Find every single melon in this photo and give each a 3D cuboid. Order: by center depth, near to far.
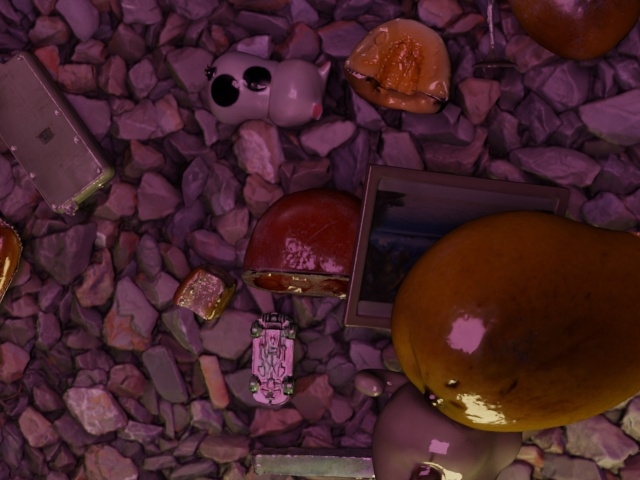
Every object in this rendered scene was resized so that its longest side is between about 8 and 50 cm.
[{"bbox_3d":[0.124,-0.250,1.806,0.160,0.079,0.128,20,83,11],"label":"melon"}]

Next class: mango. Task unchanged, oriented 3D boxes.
[{"bbox_3d":[0.313,0.099,1.693,0.445,0.220,0.301,-13,96,-19],"label":"mango"},{"bbox_3d":[0.331,-0.399,1.700,0.192,0.146,0.316,-17,83,-4],"label":"mango"}]

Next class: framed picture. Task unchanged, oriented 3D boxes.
[{"bbox_3d":[0.193,0.022,1.762,0.315,0.024,0.232,5,99,-21],"label":"framed picture"}]

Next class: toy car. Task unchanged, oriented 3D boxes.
[{"bbox_3d":[-0.072,0.181,1.909,0.069,0.055,0.142,2,87,5],"label":"toy car"}]

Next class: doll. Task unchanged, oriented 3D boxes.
[{"bbox_3d":[0.168,0.368,1.795,0.226,0.215,0.370,1,95,29],"label":"doll"},{"bbox_3d":[-0.077,-0.221,1.838,0.180,0.107,0.110,8,77,6],"label":"doll"}]

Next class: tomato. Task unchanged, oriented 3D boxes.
[{"bbox_3d":[0.000,0.000,1.828,0.214,0.181,0.155,7,80,5],"label":"tomato"}]

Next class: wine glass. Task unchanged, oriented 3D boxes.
[{"bbox_3d":[0.242,-0.374,1.763,0.074,0.074,0.262,-2,95,13],"label":"wine glass"}]

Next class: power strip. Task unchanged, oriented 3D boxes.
[{"bbox_3d":[-0.434,-0.168,1.957,0.118,0.046,0.270,-36,86,12],"label":"power strip"}]

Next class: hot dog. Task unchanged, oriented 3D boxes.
[{"bbox_3d":[-0.543,0.047,2.005,0.108,0.059,0.191,25,104,14],"label":"hot dog"}]

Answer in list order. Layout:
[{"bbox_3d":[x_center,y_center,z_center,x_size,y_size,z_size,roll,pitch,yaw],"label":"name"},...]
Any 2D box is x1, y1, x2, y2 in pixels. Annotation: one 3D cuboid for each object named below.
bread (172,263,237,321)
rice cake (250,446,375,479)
[{"bbox_3d":[-0.176,0.075,1.907,0.076,0.083,0.070,29,99,9],"label":"bread"},{"bbox_3d":[-0.004,0.341,1.922,0.211,0.034,0.043,0,105,13],"label":"rice cake"}]
